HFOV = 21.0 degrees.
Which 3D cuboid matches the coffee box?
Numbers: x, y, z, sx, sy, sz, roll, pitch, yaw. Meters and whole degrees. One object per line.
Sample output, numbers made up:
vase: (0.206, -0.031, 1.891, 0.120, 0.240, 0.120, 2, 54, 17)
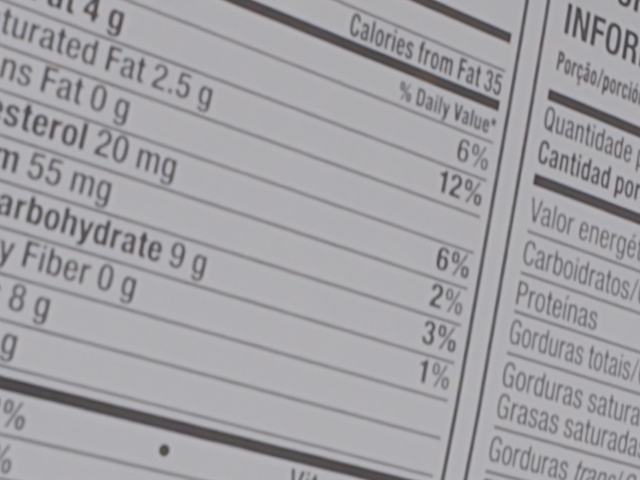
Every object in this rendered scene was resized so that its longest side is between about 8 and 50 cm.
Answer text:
coffee box: (-0.049, 0.074, 0.518, 0.338, 0.334, 0.338, 18, 168, -31)
